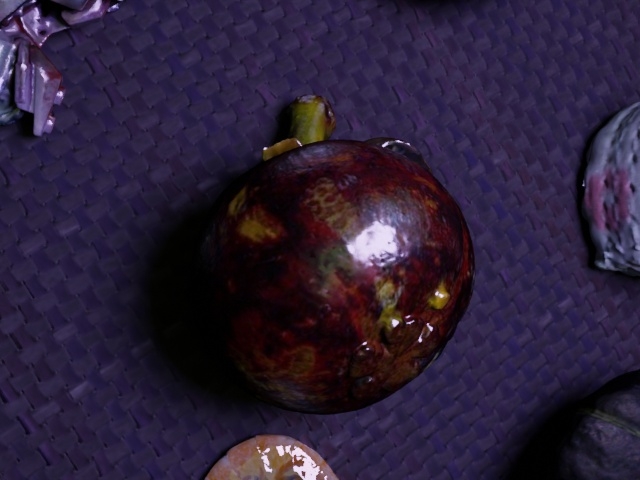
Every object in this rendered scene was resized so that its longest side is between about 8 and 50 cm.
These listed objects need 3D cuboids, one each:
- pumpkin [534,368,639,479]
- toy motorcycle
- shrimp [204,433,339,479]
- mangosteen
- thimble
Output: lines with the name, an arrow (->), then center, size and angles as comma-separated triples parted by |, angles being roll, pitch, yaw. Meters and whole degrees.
pumpkin -> 0.347, 0.269, 0.746 | 0.323, 0.241, 0.323 | 0, 90, -15
toy motorcycle -> -0.215, -0.185, 0.668 | 0.122, 0.082, 0.213 | 21, 91, -13
shrimp -> -0.017, 0.276, 0.717 | 0.219, 0.046, 0.152 | 43, 73, -8
mangosteen -> 0.000, 0.000, 0.681 | 0.231, 0.231, 0.289 | 0, 45, -20
thimble -> 0.375, -0.050, 0.834 | 0.185, 0.149, 0.211 | 40, 74, -15
